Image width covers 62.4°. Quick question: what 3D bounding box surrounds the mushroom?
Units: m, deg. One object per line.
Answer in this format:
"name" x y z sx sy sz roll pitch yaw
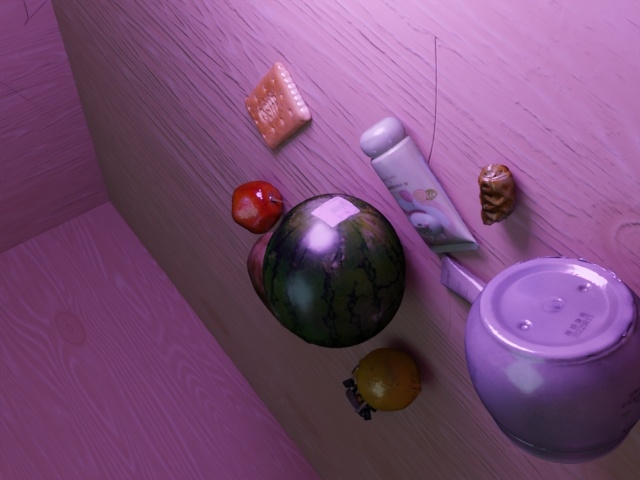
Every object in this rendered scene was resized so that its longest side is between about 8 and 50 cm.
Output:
"mushroom" -0.135 0.093 1.585 0.397 0.224 0.314 27 165 50

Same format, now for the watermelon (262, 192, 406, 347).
"watermelon" 0.032 0.075 1.206 0.363 0.363 0.363 40 148 31

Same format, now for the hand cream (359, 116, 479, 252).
"hand cream" 0.191 -0.101 1.050 0.306 0.093 0.147 53 155 -12

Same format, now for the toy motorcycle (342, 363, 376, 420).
"toy motorcycle" 0.146 0.506 1.760 0.157 0.090 0.263 56 152 21

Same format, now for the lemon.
"lemon" 0.190 0.384 1.460 0.206 0.173 0.174 -2 118 46

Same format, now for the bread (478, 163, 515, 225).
"bread" 0.302 -0.080 0.904 0.066 0.060 0.110 -110 5 -59

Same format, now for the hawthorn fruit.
"hawthorn fruit" -0.174 -0.112 1.574 0.203 0.162 0.163 -31 92 49

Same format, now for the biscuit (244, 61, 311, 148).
"biscuit" -0.117 -0.336 1.352 0.160 0.030 0.249 61 153 -7

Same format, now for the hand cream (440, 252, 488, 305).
"hand cream" 0.314 0.103 1.090 0.186 0.054 0.087 40 146 44

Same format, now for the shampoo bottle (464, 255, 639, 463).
"shampoo bottle" 0.372 0.187 0.833 0.273 0.273 0.266 26 148 46
